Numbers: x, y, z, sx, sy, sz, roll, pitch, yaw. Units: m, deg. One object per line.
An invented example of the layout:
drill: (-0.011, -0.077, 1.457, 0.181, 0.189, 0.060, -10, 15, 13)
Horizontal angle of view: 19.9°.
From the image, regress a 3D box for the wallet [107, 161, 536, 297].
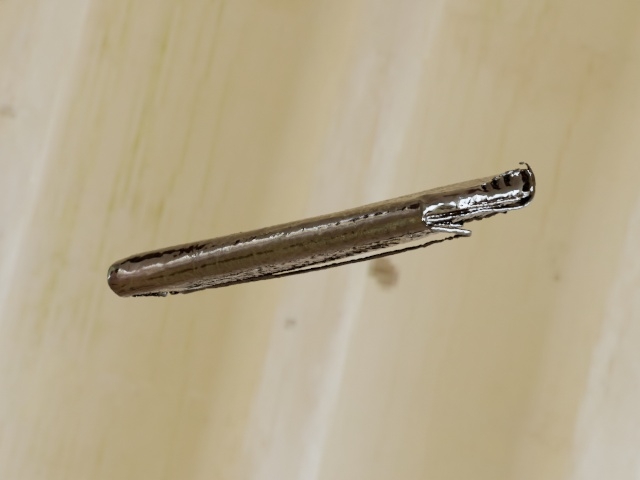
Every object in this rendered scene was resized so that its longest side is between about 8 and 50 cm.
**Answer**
wallet: (0.000, 0.000, 1.123, 0.243, 0.039, 0.133, -14, -1, 36)
